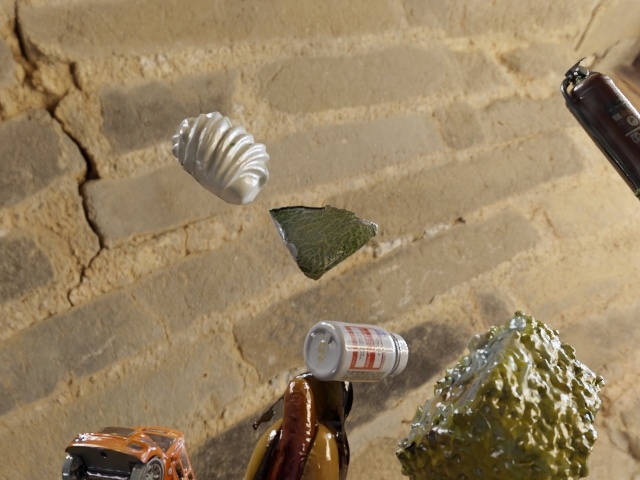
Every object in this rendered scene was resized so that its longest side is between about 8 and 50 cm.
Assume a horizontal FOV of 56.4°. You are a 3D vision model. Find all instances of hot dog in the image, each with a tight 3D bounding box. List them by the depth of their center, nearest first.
[{"bbox_3d":[-0.058,0.373,0.978,0.194,0.107,0.326,-2,-99,25],"label":"hot dog"}]

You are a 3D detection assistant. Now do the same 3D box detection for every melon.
[{"bbox_3d":[0.000,0.004,1.086,0.202,0.093,0.140,8,-89,-5],"label":"melon"}]

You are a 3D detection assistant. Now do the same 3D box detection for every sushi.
[{"bbox_3d":[0.331,0.341,1.129,0.240,0.396,0.351,40,-134,8],"label":"sushi"}]

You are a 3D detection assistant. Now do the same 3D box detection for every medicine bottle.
[{"bbox_3d":[0.052,0.153,0.817,0.140,0.079,0.079,13,-129,-41],"label":"medicine bottle"}]

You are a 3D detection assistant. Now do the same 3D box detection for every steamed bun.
[{"bbox_3d":[-0.154,-0.141,0.967,0.106,0.183,0.183,-46,-105,8],"label":"steamed bun"}]

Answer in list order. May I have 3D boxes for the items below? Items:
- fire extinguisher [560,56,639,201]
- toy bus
[{"bbox_3d":[0.259,-0.095,0.521,0.064,0.043,0.158,-21,-110,-26],"label":"fire extinguisher"},{"bbox_3d":[-0.272,0.411,0.943,0.143,0.329,0.153,0,-152,19],"label":"toy bus"}]
